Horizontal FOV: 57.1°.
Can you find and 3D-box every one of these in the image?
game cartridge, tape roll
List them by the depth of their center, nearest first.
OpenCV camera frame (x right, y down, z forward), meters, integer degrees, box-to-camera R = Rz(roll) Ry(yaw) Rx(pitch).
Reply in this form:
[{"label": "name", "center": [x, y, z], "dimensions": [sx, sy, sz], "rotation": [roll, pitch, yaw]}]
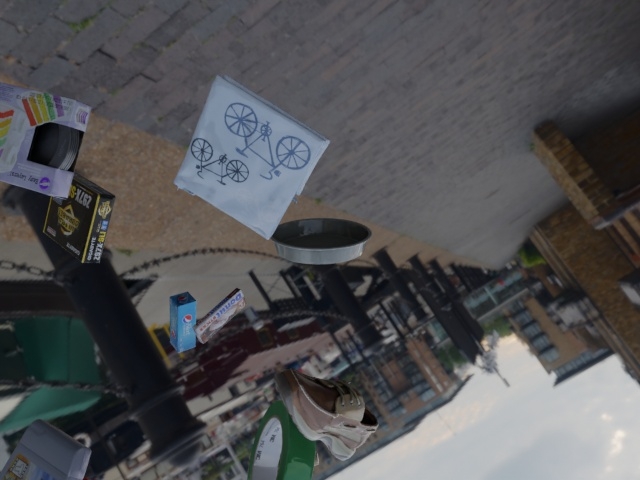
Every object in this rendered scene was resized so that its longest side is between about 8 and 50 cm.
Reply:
[{"label": "game cartridge", "center": [-0.635, 0.565, 1.281], "dimensions": [0.062, 0.198, 0.297], "rotation": [48, 61, -50]}, {"label": "tape roll", "center": [-0.110, 0.593, 1.565], "dimensions": [0.077, 0.321, 0.321], "rotation": [18, 145, -18]}]

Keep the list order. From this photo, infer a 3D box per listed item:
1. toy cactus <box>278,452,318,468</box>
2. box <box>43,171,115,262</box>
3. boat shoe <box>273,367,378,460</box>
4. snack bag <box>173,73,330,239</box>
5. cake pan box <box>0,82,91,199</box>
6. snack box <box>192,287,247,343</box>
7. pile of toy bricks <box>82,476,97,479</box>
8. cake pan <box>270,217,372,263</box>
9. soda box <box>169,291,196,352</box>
[{"label": "toy cactus", "center": [-0.095, 0.710, 1.854], "dimensions": [0.181, 0.218, 0.112], "rotation": [-10, 138, 3]}, {"label": "box", "center": [-0.887, -0.093, 2.151], "dimensions": [0.079, 0.322, 0.257], "rotation": [7, 105, -51]}, {"label": "boat shoe", "center": [0.018, 0.303, 1.091], "dimensions": [0.116, 0.123, 0.324], "rotation": [-35, 142, 1]}, {"label": "snack bag", "center": [-0.186, -0.199, 1.511], "dimensions": [0.342, 0.323, 0.037], "rotation": [-60, 178, 28]}, {"label": "cake pan box", "center": [-0.714, -0.249, 1.469], "dimensions": [0.070, 0.267, 0.245], "rotation": [7, 100, -72]}, {"label": "snack box", "center": [-0.290, 0.216, 1.702], "dimensions": [0.178, 0.022, 0.064], "rotation": [-43, 134, -30]}, {"label": "pile of toy bricks", "center": [-0.638, 0.641, 1.408], "dimensions": [0.212, 0.105, 0.118], "rotation": [-31, 162, -9]}, {"label": "cake pan", "center": [0.000, 0.000, 1.677], "dimensions": [0.294, 0.054, 0.293], "rotation": [-1, -162, 0]}, {"label": "soda box", "center": [-0.483, 0.288, 2.063], "dimensions": [0.071, 0.067, 0.210], "rotation": [-16, 129, -35]}]
